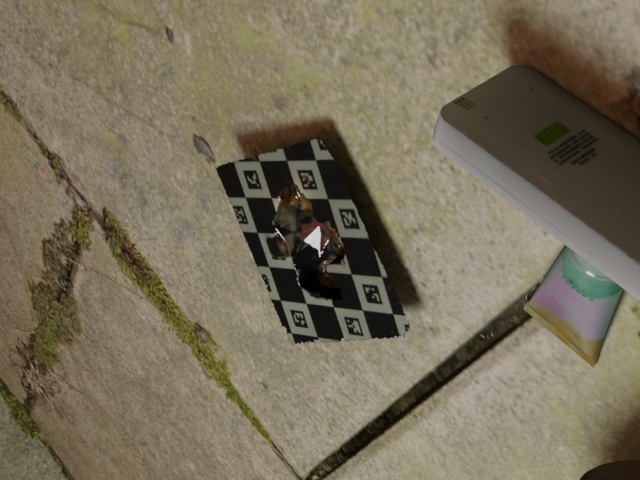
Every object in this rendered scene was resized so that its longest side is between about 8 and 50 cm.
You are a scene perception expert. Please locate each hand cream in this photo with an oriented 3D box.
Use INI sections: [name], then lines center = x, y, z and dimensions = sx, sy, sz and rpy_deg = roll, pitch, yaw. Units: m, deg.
[hand cream]
center = 0.203, 0.037, 0.861
dimensions = 0.076, 0.047, 0.174
rpy_deg = 43, 156, 20

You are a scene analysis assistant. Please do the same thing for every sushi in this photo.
[sushi]
center = 0.000, 0.000, 1.115
dimensions = 0.193, 0.040, 0.210
rpy_deg = -9, 109, 50

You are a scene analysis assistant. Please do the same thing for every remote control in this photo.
[remote control]
center = 0.194, -0.028, 0.746
dimensions = 0.250, 0.103, 0.034
rpy_deg = 40, 143, 24

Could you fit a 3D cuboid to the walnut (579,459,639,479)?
[walnut]
center = 0.260, 0.294, 0.836
dimensions = 0.273, 0.227, 0.273
rpy_deg = 33, 139, 35
